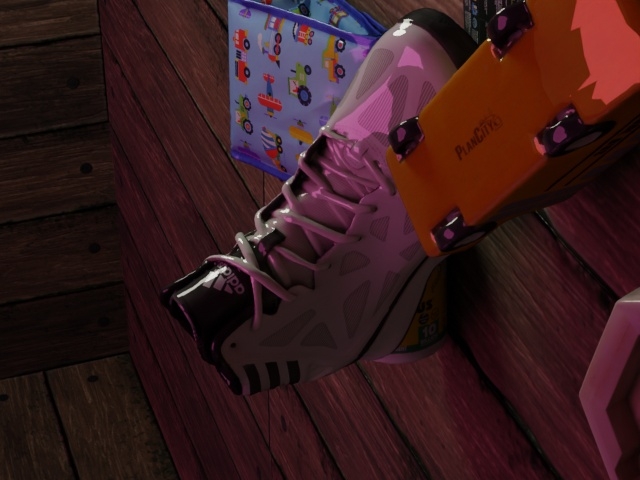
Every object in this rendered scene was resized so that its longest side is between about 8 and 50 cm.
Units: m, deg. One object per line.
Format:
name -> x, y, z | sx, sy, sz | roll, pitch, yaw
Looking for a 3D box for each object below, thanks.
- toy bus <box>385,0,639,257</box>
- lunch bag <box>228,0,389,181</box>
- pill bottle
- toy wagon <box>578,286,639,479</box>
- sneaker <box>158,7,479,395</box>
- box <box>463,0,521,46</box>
toy bus -> 0.171, -0.101, 1.030 | 0.108, 0.130, 0.332 | 66, 152, 13
lunch bag -> 0.009, -0.167, 1.649 | 0.293, 0.138, 0.221 | 38, 134, 52
pill bottle -> 0.081, 0.020, 1.511 | 0.117, 0.118, 0.208 | -130, 34, -58
toy wagon -> 0.308, 0.179, 0.880 | 0.344, 0.068, 0.267 | 45, 148, 29
sneaker -> 0.001, 0.001, 1.280 | 0.169, 0.257, 0.447 | 46, 140, 26
box -> 0.181, -0.167, 1.199 | 0.184, 0.045, 0.190 | -141, 43, -61
